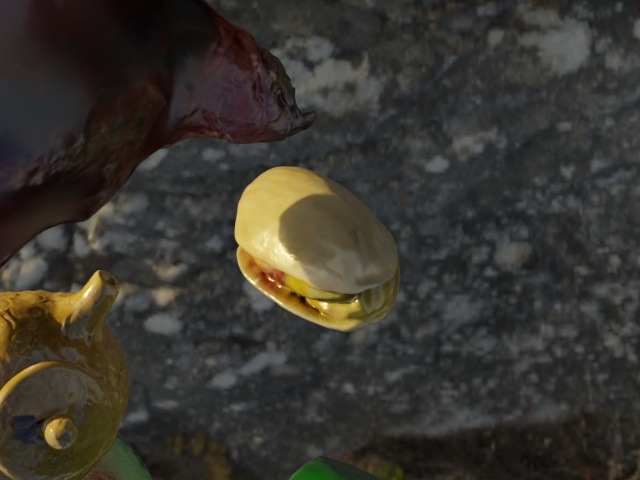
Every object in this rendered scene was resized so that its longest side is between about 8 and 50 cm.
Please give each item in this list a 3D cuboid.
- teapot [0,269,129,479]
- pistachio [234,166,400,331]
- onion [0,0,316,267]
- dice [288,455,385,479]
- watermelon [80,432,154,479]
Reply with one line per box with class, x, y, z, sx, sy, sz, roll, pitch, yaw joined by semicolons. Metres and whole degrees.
teapot;-0.272;0.166;1.194;0.203;0.167;0.311;25;90;-35
pistachio;0.000;0.000;1.189;0.145;0.200;0.117;-20;123;-27
onion;-0.202;-0.138;0.895;0.420;0.398;0.398;15;132;-6
dice;0.050;0.389;1.180;0.287;0.300;0.297;25;176;14
watermelon;-0.287;0.314;1.420;0.250;0.292;0.283;1;123;22
